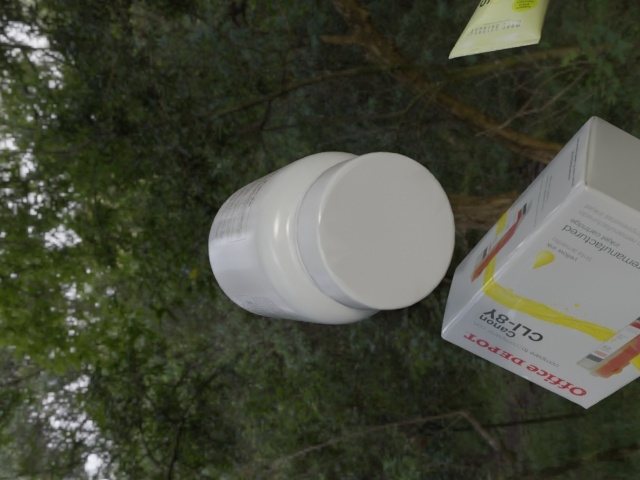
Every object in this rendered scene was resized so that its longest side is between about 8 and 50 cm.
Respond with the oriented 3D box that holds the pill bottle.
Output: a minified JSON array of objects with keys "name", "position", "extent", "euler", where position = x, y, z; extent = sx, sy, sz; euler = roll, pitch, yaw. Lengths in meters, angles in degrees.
[{"name":"pill bottle","position":[0.000,0.000,0.524],"extent":[0.229,0.131,0.131],"euler":[171,100,-67]}]

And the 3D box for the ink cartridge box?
[{"name":"ink cartridge box","position":[0.393,0.056,0.967],"extent":[0.160,0.279,0.384],"euler":[-65,2,-41]}]

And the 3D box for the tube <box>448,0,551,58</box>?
[{"name":"tube","position":[0.217,-0.273,0.700],"extent":[0.240,0.062,0.070],"euler":[-60,2,-30]}]
